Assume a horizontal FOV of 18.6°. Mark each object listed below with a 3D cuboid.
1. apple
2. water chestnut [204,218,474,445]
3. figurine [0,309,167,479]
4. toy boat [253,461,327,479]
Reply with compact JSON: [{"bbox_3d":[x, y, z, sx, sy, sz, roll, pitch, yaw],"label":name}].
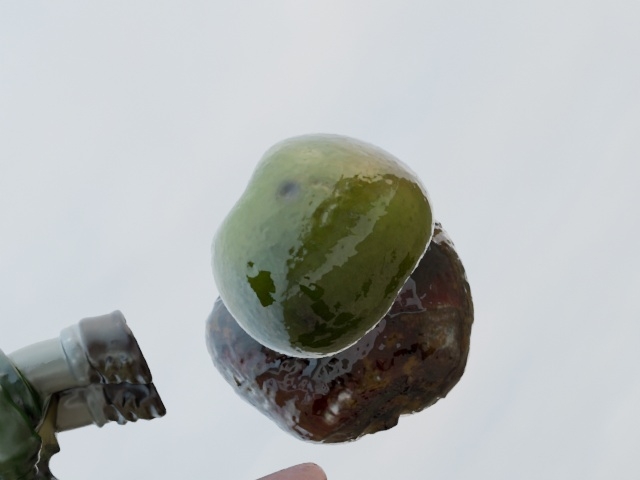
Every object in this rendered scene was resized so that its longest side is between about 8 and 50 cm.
[{"bbox_3d":[0.000,0.000,1.613,0.196,0.157,0.196,-58,1,1],"label":"apple"},{"bbox_3d":[0.019,0.074,2.069,0.289,0.289,0.244,-47,-49,-26],"label":"water chestnut"},{"bbox_3d":[-0.299,0.175,1.487,0.370,0.167,0.281,-27,-36,-9],"label":"figurine"},{"bbox_3d":[-0.094,0.257,1.224,0.392,0.136,0.079,-39,-34,-57],"label":"toy boat"}]
